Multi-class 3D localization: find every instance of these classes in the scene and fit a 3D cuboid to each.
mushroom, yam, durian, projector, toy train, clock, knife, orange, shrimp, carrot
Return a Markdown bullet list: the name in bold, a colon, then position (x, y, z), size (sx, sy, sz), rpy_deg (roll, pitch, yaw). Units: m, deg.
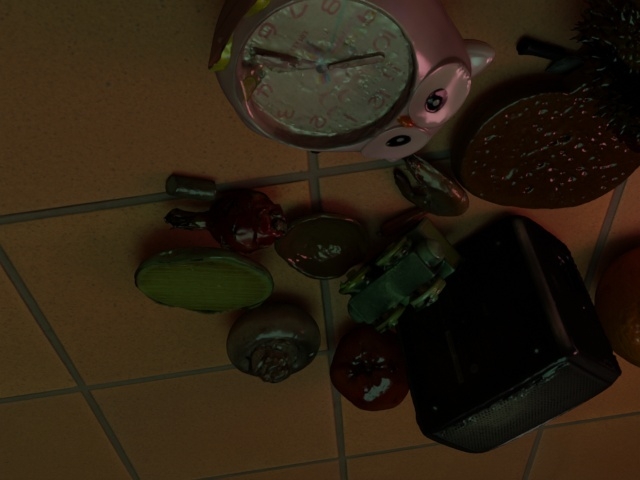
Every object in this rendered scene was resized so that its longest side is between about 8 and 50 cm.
- **mushroom**: position (-0.107, 0.249, 1.861), size (0.226, 0.178, 0.226), rpy_deg (-12, 136, -11)
- **yam**: position (-0.249, -0.101, 1.520), size (0.094, 0.043, 0.043), rpy_deg (8, 137, -22)
- **durian**: position (0.598, -0.285, 1.259), size (0.347, 0.348, 0.384), rpy_deg (-30, 132, 23)
- **projector**: position (0.381, 0.211, 1.743), size (0.242, 0.395, 0.405), rpy_deg (27, 129, -37)
- **toy train**: position (0.169, 0.078, 1.694), size (0.159, 0.188, 0.271), rpy_deg (48, 124, -1)
- **clock**: position (0.040, -0.293, 1.190), size (0.376, 0.251, 0.368), rpy_deg (24, 130, -25)
- **knife**: position (0.445, -0.319, 1.422), size (0.230, 0.028, 0.060), rpy_deg (7, 150, -24)
- **orange**: position (0.799, 0.157, 1.838), size (0.312, 0.312, 0.312), rpy_deg (-6, 140, -5)
- **shrimp**: position (0.205, -0.116, 1.584), size (0.236, 0.053, 0.133), rpy_deg (38, 158, -34)
- **carrot**: position (0.182, -0.043, 1.686), size (0.142, 0.035, 0.035), rpy_deg (-28, 137, 15)

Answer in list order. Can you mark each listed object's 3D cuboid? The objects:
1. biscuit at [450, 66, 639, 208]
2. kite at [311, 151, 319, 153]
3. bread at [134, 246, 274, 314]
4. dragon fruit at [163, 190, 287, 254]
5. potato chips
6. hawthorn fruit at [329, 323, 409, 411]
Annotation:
- **biscuit**: position (0.457, -0.200, 1.525), size (0.394, 0.070, 0.350), rpy_deg (9, 134, -21)
- **kite**: position (0.047, -0.229, 1.449), size (0.229, 0.016, 0.127), rpy_deg (-36, 131, 27)
- **bread**: position (-0.242, 0.088, 1.675), size (0.301, 0.045, 0.301), rpy_deg (1, 152, 1)
- **dragon fruit**: position (-0.188, -0.038, 1.552), size (0.246, 0.126, 0.125), rpy_deg (0, 160, -3)
- **potato chips**: position (0.001, 0.000, 1.675), size (0.208, 0.062, 0.195), rpy_deg (1, 136, -12)
- **hawthorn fruit**: position (0.143, 0.339, 2.009), size (0.211, 0.211, 0.299), rpy_deg (-20, 149, 12)
